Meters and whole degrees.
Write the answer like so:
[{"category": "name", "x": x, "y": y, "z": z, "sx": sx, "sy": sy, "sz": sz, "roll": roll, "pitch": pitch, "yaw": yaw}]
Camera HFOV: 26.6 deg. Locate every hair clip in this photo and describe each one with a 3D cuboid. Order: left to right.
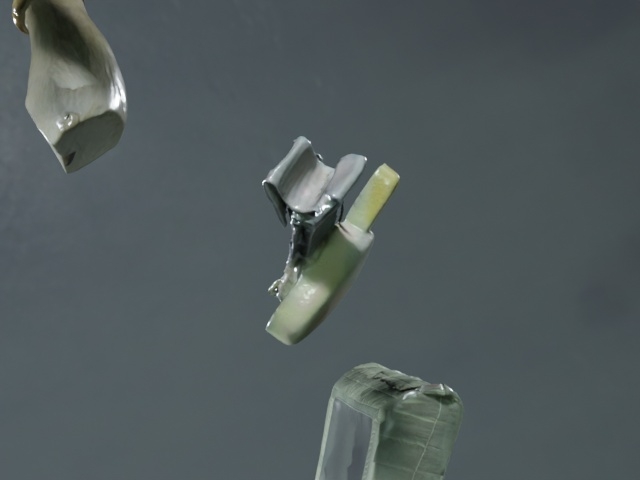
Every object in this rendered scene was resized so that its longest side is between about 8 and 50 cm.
[{"category": "hair clip", "x": 0.003, "y": -0.001, "z": 1.095, "sx": 0.159, "sy": 0.071, "sz": 0.218, "roll": -49, "pitch": -18, "yaw": -29}]

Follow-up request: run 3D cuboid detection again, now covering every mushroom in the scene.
[{"category": "mushroom", "x": -0.257, "y": -0.169, "z": 1.398, "sx": 0.108, "sy": 0.247, "sz": 0.096, "roll": 2, "pitch": -41, "yaw": -22}]

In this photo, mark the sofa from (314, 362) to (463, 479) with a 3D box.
[{"category": "sofa", "x": 0.100, "y": 0.244, "z": 1.318, "sx": 0.176, "sy": 0.225, "sz": 0.210, "roll": 11, "pitch": -4, "yaw": -14}]
